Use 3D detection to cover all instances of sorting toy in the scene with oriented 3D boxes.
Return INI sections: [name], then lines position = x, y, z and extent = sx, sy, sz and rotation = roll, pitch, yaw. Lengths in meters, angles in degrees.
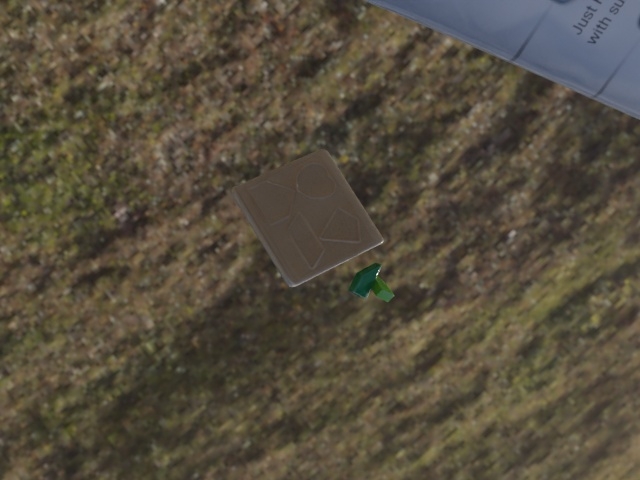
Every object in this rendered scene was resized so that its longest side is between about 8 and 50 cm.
[sorting toy]
position = 0.000, 0.000, 0.540
extent = 0.062, 0.083, 0.012
rotation = -25, 166, -31

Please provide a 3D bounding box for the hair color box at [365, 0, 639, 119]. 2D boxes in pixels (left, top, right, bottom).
[hair color box]
position = 0.184, -0.144, 0.485
extent = 0.374, 0.113, 0.185
rotation = 15, 118, -34
